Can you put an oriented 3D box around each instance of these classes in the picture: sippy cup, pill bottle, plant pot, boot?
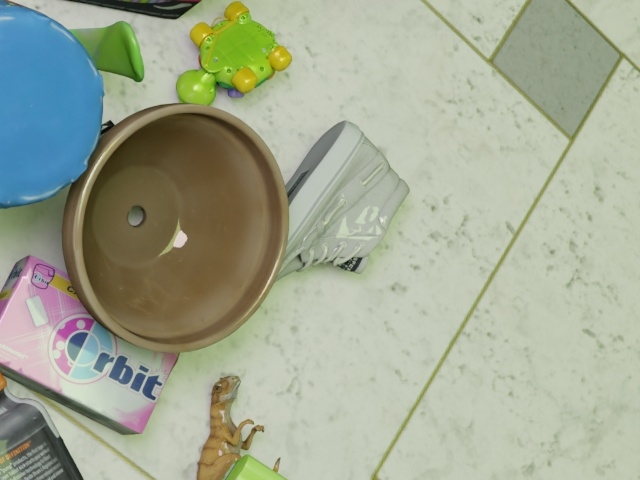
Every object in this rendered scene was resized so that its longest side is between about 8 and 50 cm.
[{"bbox_3d":[-0.313,-0.123,1.208,0.240,0.224,0.305,42,73,-35],"label":"sippy cup"},{"bbox_3d":[-0.284,0.235,1.253,0.130,0.130,0.245,-29,96,-28],"label":"pill bottle"},{"bbox_3d":[-0.156,-0.017,1.319,0.237,0.110,0.237,-7,102,-37],"label":"plant pot"},{"bbox_3d":[0.000,0.000,1.459,0.123,0.095,0.258,43,69,-16],"label":"boot"}]

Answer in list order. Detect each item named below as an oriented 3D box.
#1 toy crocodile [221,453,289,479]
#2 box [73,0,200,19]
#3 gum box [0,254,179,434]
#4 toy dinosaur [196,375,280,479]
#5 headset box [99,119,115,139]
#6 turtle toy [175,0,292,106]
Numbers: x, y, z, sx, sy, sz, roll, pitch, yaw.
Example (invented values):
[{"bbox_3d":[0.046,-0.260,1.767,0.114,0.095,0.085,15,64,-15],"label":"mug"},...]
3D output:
[{"bbox_3d":[-0.143,0.359,1.300,0.115,0.105,0.340,40,83,-17],"label":"toy crocodile"},{"bbox_3d":[-0.161,-0.330,1.326,0.165,0.270,0.143,5,79,-26],"label":"box"},{"bbox_3d":[-0.234,0.108,1.338,0.188,0.062,0.107,31,70,-20],"label":"gum box"},{"bbox_3d":[-0.104,0.248,1.398,0.112,0.064,0.211,15,73,3],"label":"toy dinosaur"},{"bbox_3d":[-0.204,-0.084,1.401,0.062,0.032,0.083,-34,100,-27],"label":"headset box"},{"bbox_3d":[-0.099,-0.188,1.451,0.130,0.066,0.095,-36,76,-24],"label":"turtle toy"}]
